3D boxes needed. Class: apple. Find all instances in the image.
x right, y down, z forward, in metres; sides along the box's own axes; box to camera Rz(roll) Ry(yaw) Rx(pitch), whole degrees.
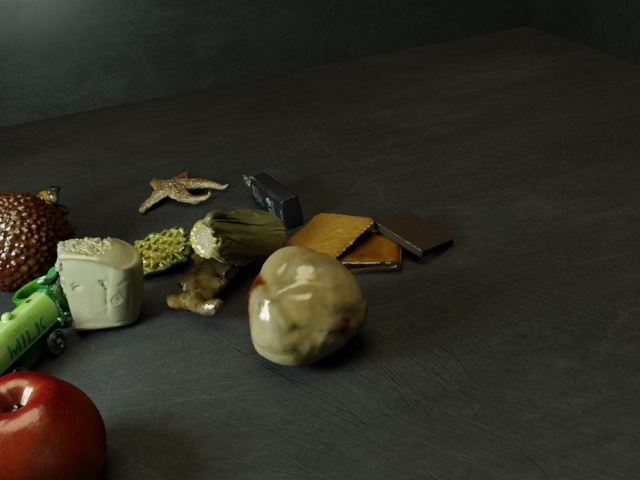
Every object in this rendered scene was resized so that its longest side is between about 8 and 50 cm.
[{"bbox_3d":[-0.502,0.350,1.179,0.261,0.216,0.260,-5,26,3],"label":"apple"}]

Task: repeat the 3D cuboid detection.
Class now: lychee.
[{"bbox_3d":[-0.809,0.001,1.836,0.276,0.275,0.304,19,21,41],"label":"lychee"}]

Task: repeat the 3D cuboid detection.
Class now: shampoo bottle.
[{"bbox_3d":[-0.151,-0.135,2.082,0.071,0.098,0.309,-25,32,-18],"label":"shampoo bottle"}]

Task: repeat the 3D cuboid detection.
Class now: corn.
[{"bbox_3d":[-0.202,-0.013,1.746,0.122,0.123,0.305,35,21,25],"label":"corn"}]

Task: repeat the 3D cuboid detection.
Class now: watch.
[{"bbox_3d":[-0.694,0.143,1.711,0.152,0.131,0.165,-10,28,19],"label":"watch"}]

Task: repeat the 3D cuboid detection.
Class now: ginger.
[{"bbox_3d":[-0.291,0.104,1.712,0.166,0.080,0.333,-17,28,11],"label":"ginger"}]

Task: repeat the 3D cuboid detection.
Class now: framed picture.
[{"bbox_3d":[0.241,-0.019,1.783,0.128,0.023,0.168,-19,40,-38],"label":"framed picture"}]

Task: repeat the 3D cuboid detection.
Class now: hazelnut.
[{"bbox_3d":[-0.029,0.140,1.450,0.261,0.241,0.261,-14,52,19],"label":"hazelnut"}]

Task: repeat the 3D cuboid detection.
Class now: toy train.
[{"bbox_3d":[-0.667,0.224,1.509,0.105,0.157,0.253,3,31,19],"label":"toy train"}]

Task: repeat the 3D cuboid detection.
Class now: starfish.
[{"bbox_3d":[-0.479,-0.182,2.301,0.299,0.060,0.302,-20,30,-16],"label":"starfish"}]

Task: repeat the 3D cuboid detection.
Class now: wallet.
[{"bbox_3d":[0.114,0.031,1.771,0.196,0.042,0.161,-2,32,11],"label":"wallet"}]

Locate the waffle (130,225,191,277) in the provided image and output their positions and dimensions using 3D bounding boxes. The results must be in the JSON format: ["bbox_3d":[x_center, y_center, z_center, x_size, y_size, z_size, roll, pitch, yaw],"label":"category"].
[{"bbox_3d":[-0.450,0.035,1.899,0.204,0.054,0.223,-23,30,-3],"label":"waffle"}]

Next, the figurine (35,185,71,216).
[{"bbox_3d":[-0.895,-0.062,2.073,0.167,0.192,0.257,17,30,19],"label":"figurine"}]

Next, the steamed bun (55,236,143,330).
[{"bbox_3d":[-0.525,0.101,1.638,0.200,0.225,0.170,4,29,-14],"label":"steamed bun"}]

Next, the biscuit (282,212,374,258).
[{"bbox_3d":[0.000,0.000,1.815,0.237,0.013,0.232,8,43,49],"label":"biscuit"}]
